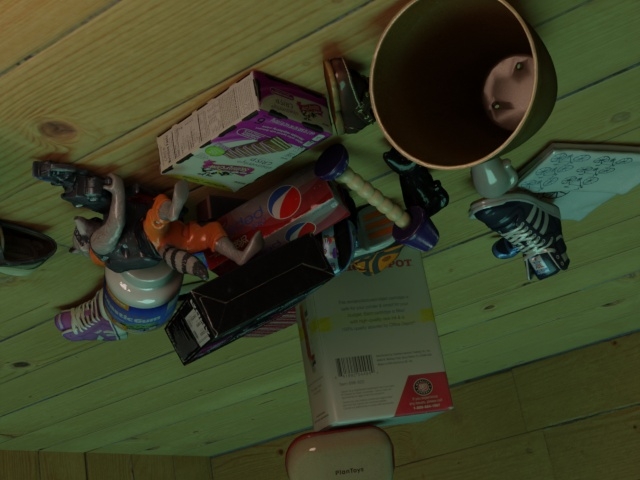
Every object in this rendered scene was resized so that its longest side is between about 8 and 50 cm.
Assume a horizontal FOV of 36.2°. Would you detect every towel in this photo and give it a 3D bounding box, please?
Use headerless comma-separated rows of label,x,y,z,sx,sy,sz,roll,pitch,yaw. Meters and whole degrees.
towel,-0.133,0.201,2.529,0.198,0.031,0.275,7,155,-44

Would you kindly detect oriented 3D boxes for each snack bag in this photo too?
snack bag,0.507,-0.108,2.011,0.323,0.037,0.342,-1,158,-26

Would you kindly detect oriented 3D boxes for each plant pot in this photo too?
plant pot,0.234,-0.216,1.365,0.237,0.237,0.254,-24,170,32

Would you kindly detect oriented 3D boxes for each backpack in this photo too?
backpack,0.000,0.000,1.851,0.158,0.173,0.117,-16,159,14

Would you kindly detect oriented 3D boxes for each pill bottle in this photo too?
pill bottle,-0.346,0.075,1.911,0.152,0.152,0.272,-5,159,-15

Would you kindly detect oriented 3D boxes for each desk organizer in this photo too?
desk organizer,-0.164,-0.048,1.826,0.130,0.047,0.050,6,156,-38

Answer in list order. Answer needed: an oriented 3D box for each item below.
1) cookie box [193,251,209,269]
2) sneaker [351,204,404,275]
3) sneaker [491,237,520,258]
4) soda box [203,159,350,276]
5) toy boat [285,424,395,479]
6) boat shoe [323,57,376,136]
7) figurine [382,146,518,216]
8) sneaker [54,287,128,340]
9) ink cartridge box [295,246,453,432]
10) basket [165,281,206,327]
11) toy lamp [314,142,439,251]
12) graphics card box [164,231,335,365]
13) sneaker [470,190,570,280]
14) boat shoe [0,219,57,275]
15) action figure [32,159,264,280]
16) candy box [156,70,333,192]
cookie box,-0.238,0.026,1.993,0.091,0.040,0.107,-9,159,-5
sneaker,0.038,0.033,2.028,0.321,0.125,0.180,-15,158,11
sneaker,0.463,0.000,2.255,0.144,0.053,0.059,-19,161,-2
soda box,-0.085,-0.030,1.755,0.263,0.092,0.083,-30,150,12
toy boat,0.038,0.464,2.101,0.231,0.151,0.151,-6,-169,-8
boat shoe,0.046,-0.218,1.449,0.073,0.073,0.207,-13,167,2
figurine,0.231,-0.135,1.741,0.214,0.092,0.209,-16,155,13
sneaker,-0.511,0.173,2.172,0.161,0.102,0.282,-3,159,-11
ink cartridge box,0.106,0.214,2.175,0.279,0.385,0.160,-3,162,-19
basket,-0.290,0.174,2.272,0.113,0.103,0.167,-12,160,8
toy lamp,0.108,-0.068,1.725,0.080,0.080,0.274,-26,130,35
graphics card box,-0.135,0.110,1.717,0.232,0.094,0.371,-26,173,-21
sneaker,0.410,-0.005,1.965,0.099,0.153,0.282,-21,160,39
boat shoe,-0.580,0.003,1.691,0.092,0.103,0.285,-27,158,26
action figure,-0.312,-0.019,1.611,0.330,0.179,0.341,-6,163,40
candy box,-0.119,-0.161,1.511,0.233,0.071,0.159,-26,154,38
